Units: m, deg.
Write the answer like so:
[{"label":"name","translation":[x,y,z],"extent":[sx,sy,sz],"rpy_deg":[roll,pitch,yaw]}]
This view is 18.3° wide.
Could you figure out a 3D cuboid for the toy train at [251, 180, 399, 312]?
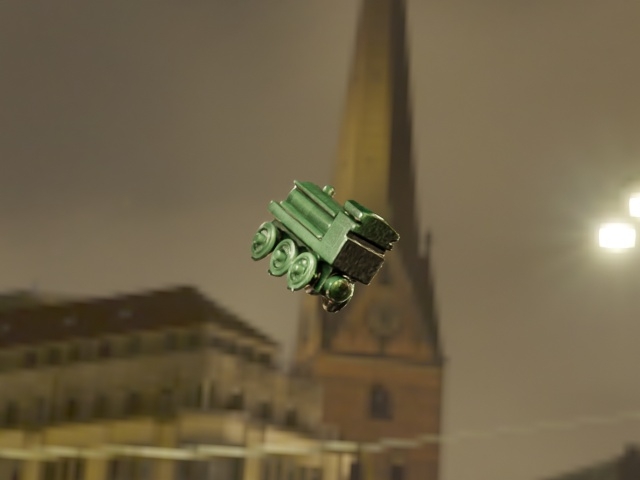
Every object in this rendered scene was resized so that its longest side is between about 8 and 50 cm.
[{"label":"toy train","translation":[0.000,0.000,1.942],"extent":[0.071,0.111,0.170],"rpy_deg":[31,5,-32]}]
